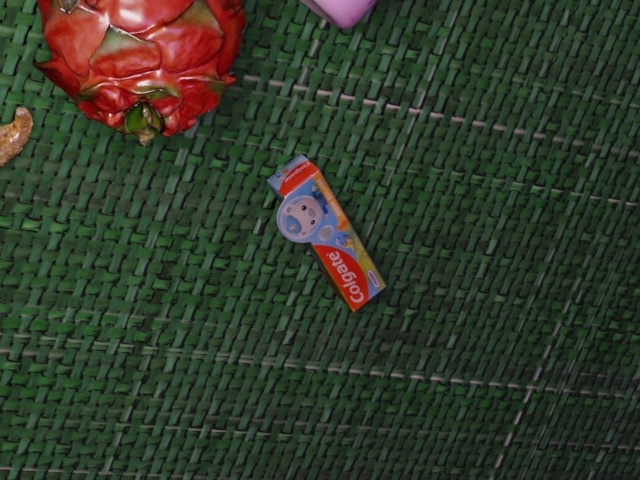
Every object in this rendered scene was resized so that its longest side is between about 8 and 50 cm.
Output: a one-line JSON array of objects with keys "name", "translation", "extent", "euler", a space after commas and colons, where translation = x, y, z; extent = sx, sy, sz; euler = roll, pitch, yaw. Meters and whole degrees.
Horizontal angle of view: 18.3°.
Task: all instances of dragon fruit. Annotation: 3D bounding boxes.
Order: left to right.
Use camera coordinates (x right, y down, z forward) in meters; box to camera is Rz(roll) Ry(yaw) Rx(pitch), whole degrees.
[{"name": "dragon fruit", "translation": [-0.164, -0.218, 1.796], "extent": [0.193, 0.192, 0.274], "euler": [30, 57, -77]}]

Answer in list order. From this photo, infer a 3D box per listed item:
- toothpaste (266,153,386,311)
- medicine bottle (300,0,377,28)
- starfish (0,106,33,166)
[{"name": "toothpaste", "translation": [0.000, 0.000, 2.128], "extent": [0.070, 0.044, 0.193], "euler": [-38, 131, -8]}, {"name": "medicine bottle", "translation": [0.051, -0.339, 1.890], "extent": [0.254, 0.152, 0.152], "euler": [-50, 132, 2]}, {"name": "starfish", "translation": [-0.403, -0.026, 1.824], "extent": [0.299, 0.060, 0.302], "euler": [-7, 120, -35]}]
